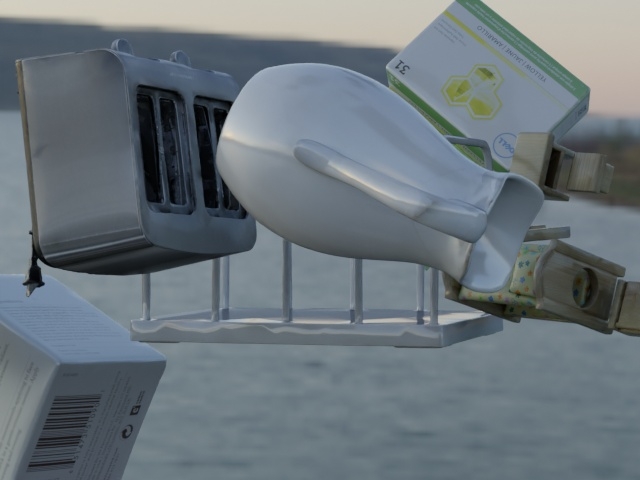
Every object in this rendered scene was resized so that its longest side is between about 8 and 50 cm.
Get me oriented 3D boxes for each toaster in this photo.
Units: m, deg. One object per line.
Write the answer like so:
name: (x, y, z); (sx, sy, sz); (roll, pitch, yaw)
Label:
toaster: (-0.142, -0.054, 1.375); (0.110, 0.185, 0.168); (-10, -7, 30)

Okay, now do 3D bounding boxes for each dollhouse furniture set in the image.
dollhouse furniture set: (0.208, -0.014, 1.469); (0.101, 0.161, 0.182); (20, -10, -41)

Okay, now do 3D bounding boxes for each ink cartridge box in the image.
ink cartridge box: (0.126, -0.111, 1.783); (0.171, 0.235, 0.056); (42, -13, 19)

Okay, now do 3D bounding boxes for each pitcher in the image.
pitcher: (0.031, -0.044, 1.210); (0.207, 0.125, 0.178); (25, 1, 17)

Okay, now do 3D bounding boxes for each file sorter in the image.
file sorter: (0.000, 0.000, 1.570); (0.278, 0.173, 0.193); (-1, 0, 20)

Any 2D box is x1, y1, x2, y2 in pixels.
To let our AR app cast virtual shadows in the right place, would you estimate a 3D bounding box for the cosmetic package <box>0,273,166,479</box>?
cosmetic package: (-0.277, 0.136, 1.716); (0.184, 0.151, 0.151); (33, 17, 33)
